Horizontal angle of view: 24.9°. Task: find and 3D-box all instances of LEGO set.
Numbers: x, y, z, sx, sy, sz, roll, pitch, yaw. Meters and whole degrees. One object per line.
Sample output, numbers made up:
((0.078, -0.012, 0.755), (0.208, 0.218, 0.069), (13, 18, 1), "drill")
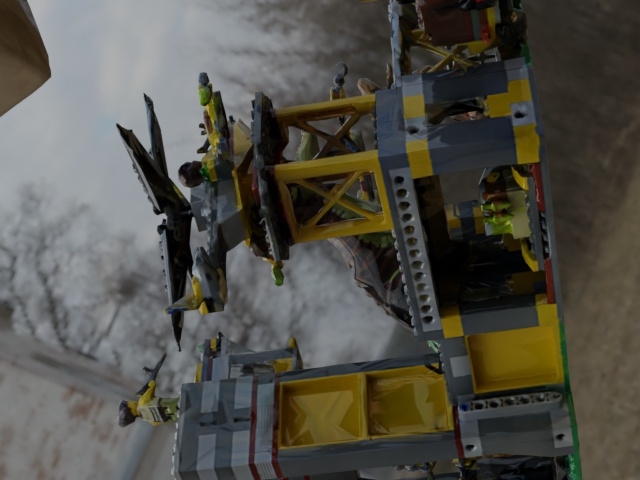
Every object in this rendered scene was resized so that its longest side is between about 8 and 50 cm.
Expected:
((0.000, 0.000, 0.623), (0.331, 0.192, 0.255), (74, -169, -51), "LEGO set")

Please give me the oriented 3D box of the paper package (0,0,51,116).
((-0.322, -0.105, 0.544), (0.309, 0.325, 0.168), (-31, 56, 26), "paper package")
